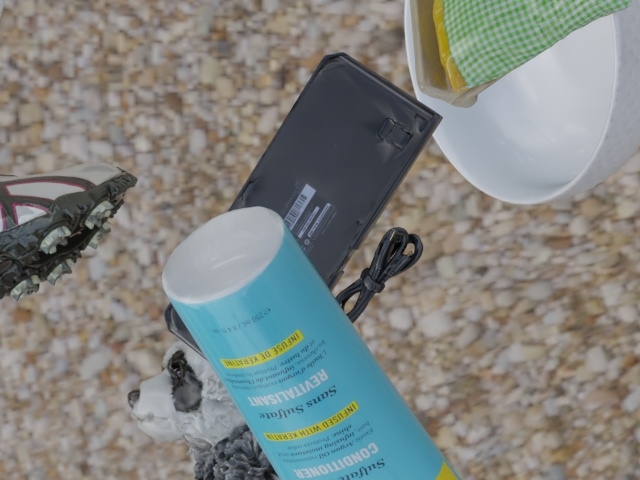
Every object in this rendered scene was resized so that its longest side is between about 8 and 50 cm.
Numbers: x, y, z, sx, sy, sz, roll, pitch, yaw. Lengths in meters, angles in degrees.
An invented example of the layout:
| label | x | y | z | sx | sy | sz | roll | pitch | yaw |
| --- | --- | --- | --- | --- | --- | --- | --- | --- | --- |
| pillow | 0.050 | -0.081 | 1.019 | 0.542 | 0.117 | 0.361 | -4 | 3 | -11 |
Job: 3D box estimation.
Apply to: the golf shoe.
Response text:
| label | x | y | z | sx | sy | sz | roll | pitch | yaw |
| --- | --- | --- | --- | --- | --- | --- | --- | --- | --- |
| golf shoe | -0.236 | -0.014 | 1.065 | 0.120 | 0.273 | 0.105 | 48 | 130 | 11 |

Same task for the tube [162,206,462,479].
| label | x | y | z | sx | sy | sz | roll | pitch | yaw |
| --- | --- | --- | --- | --- | --- | --- | --- | --- | --- |
| tube | 0.006 | 0.077 | 0.655 | 0.080 | 0.052 | 0.207 | -18 | 126 | 19 |

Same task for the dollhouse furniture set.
| label | x | y | z | sx | sy | sz | roll | pitch | yaw |
| --- | --- | --- | --- | --- | --- | --- | --- | --- | --- |
| dollhouse furniture set | 0.108 | -0.282 | 1.235 | 0.197 | 0.151 | 0.301 | -34 | 46 | 40 |

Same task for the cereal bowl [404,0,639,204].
| label | x | y | z | sx | sy | sz | roll | pitch | yaw |
| --- | --- | --- | --- | --- | --- | --- | --- | --- | --- |
| cereal bowl | 0.236 | -0.212 | 1.615 | 0.339 | 0.141 | 0.339 | 28 | 125 | 52 |

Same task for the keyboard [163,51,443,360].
| label | x | y | z | sx | sy | sz | roll | pitch | yaw |
| --- | --- | --- | --- | --- | --- | --- | --- | --- | --- |
| keyboard | 0.000 | 0.000 | 0.839 | 0.108 | 0.023 | 0.180 | 36 | 99 | 28 |

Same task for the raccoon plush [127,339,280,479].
| label | x | y | z | sx | sy | sz | roll | pitch | yaw |
| --- | --- | --- | --- | --- | --- | --- | --- | --- | --- |
| raccoon plush | 0.029 | 0.225 | 1.541 | 0.216 | 0.446 | 0.299 | -37 | 41 | 57 |

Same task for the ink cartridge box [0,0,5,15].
| label | x | y | z | sx | sy | sz | roll | pitch | yaw |
| --- | --- | --- | --- | --- | --- | --- | --- | --- | --- |
| ink cartridge box | -0.246 | -0.195 | 0.896 | 0.086 | 0.148 | 0.203 | 55 | 135 | 30 |
